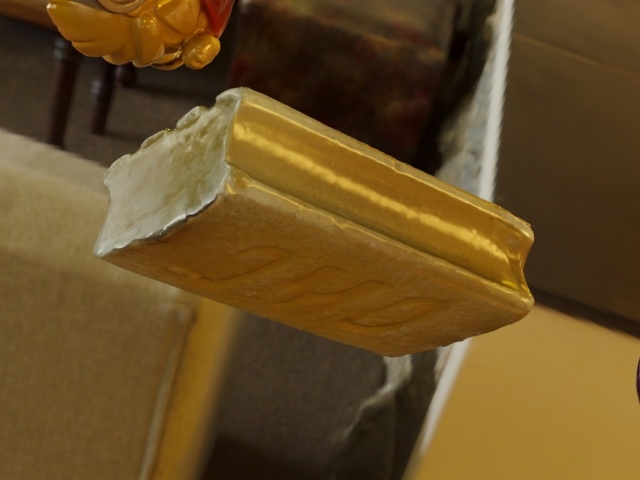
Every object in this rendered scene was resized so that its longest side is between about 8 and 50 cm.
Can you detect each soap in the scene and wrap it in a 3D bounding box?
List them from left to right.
[{"bbox_3d":[0.000,0.000,0.846,0.274,0.173,0.089,21,61,-34],"label":"soap"}]

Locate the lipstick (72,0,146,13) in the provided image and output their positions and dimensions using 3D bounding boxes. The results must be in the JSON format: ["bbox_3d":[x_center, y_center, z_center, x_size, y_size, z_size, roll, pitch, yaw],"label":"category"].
[{"bbox_3d":[-0.238,-0.241,0.966,0.254,0.070,0.070,23,25,37],"label":"lipstick"}]

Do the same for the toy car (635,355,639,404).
[{"bbox_3d":[0.275,-0.008,0.364,0.240,0.341,0.271,36,54,0],"label":"toy car"}]

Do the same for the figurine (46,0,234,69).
[{"bbox_3d":[-0.191,-0.294,1.168,0.320,0.196,0.323,51,4,-44],"label":"figurine"}]
